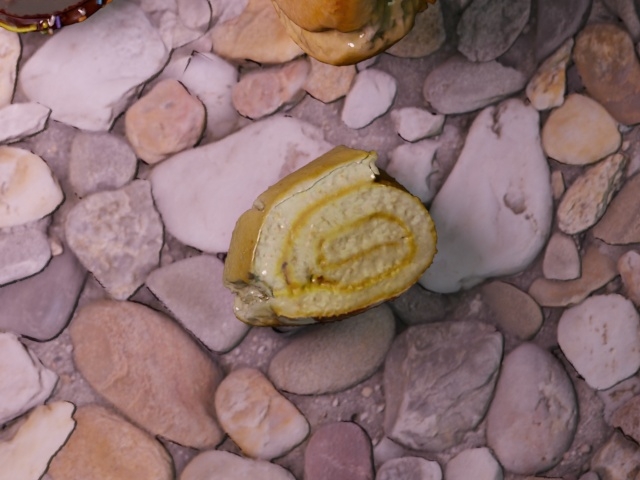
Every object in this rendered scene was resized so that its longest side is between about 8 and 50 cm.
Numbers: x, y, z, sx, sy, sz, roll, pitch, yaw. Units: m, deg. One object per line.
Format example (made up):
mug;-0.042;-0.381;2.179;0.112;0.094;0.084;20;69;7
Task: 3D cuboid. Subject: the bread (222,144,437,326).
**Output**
bread;0.000;0.000;1.770;0.257;0.124;0.186;-27;109;-14

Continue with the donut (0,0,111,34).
donut;-0.294;-0.329;1.540;0.235;0.089;0.235;-7;108;-23

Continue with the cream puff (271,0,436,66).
cream puff;0.047;-0.361;1.557;0.231;0.327;0.343;-25;116;-22
